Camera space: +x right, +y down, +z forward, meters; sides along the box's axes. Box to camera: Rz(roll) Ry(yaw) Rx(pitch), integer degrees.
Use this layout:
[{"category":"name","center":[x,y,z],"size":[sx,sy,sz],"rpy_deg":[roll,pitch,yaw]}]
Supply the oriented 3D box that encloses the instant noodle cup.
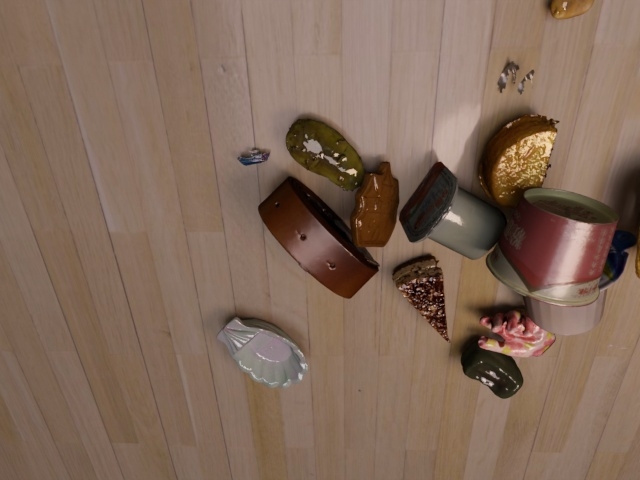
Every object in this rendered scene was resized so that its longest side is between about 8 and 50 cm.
[{"category":"instant noodle cup","center":[0.495,0.002,0.897],"size":[0.235,0.234,0.178],"rpy_deg":[6,118,0]}]

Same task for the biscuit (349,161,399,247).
[{"category":"biscuit","center":[0.144,-0.088,1.040],"size":[0.034,0.182,0.215],"rpy_deg":[16,100,38]}]

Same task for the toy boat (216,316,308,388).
[{"category":"toy boat","center":[-0.169,0.329,1.290],"size":[0.290,0.100,0.199],"rpy_deg":[40,111,-16]}]

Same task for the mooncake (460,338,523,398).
[{"category":"mooncake","center":[0.503,0.381,1.244],"size":[0.169,0.175,0.104],"rpy_deg":[8,122,-49]}]

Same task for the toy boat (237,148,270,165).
[{"category":"toy boat","center":[-0.167,-0.211,1.062],"size":[0.084,0.038,0.038],"rpy_deg":[-9,115,8]}]

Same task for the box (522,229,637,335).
[{"category":"box","center":[0.640,0.103,1.083],"size":[0.292,0.262,0.206],"rpy_deg":[-22,126,3]}]

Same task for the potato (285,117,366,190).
[{"category":"potato","center":[0.017,-0.206,1.021],"size":[0.226,0.090,0.117],"rpy_deg":[35,113,-12]}]

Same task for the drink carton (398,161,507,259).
[{"category":"drink carton","center":[0.327,-0.050,1.038],"size":[0.190,0.191,0.185],"rpy_deg":[29,112,-18]}]

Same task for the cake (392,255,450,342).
[{"category":"cake","center":[0.282,0.173,1.186],"size":[0.135,0.112,0.245],"rpy_deg":[-9,119,10]}]

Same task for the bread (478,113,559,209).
[{"category":"bread","center":[0.453,-0.174,0.984],"size":[0.140,0.143,0.228],"rpy_deg":[2,117,3]}]

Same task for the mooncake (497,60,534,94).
[{"category":"mooncake","center":[0.580,-0.392,0.919],"size":[0.348,0.057,0.150],"rpy_deg":[3,104,4]}]

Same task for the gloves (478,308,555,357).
[{"category":"gloves","center":[0.548,0.254,1.208],"size":[0.241,0.126,0.145],"rpy_deg":[30,138,-14]}]

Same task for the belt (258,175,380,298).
[{"category":"belt","center":[0.000,0.000,1.058],"size":[0.122,0.217,0.339],"rpy_deg":[-42,104,14]}]

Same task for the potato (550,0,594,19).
[{"category":"potato","center":[0.517,-0.493,0.869],"size":[0.083,0.062,0.068],"rpy_deg":[-30,84,-14]}]

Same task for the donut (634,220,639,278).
[{"category":"donut","center":[0.810,-0.034,0.982],"size":[0.110,0.303,0.302],"rpy_deg":[11,124,40]}]
